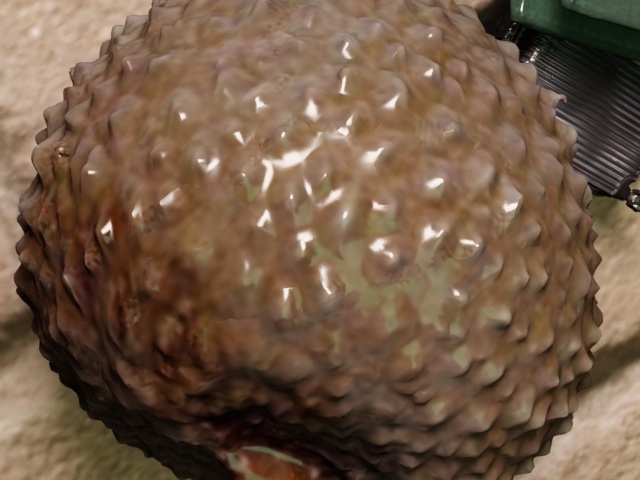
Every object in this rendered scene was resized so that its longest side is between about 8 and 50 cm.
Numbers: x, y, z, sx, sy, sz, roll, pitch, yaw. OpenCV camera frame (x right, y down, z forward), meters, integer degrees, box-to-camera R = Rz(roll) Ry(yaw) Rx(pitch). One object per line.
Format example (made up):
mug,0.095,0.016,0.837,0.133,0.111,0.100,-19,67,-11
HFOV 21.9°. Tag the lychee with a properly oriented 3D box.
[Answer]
lychee,-0.001,0.005,0.819,0.300,0.300,0.300,-7,108,-22

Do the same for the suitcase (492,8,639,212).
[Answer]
suitcase,0.148,-0.079,0.970,0.126,0.059,0.086,26,92,-28

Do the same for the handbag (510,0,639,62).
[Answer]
handbag,0.236,-0.255,0.916,0.238,0.089,0.327,12,89,-22
